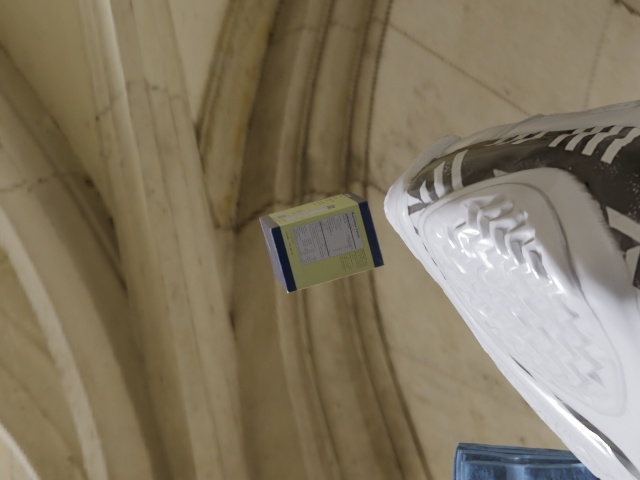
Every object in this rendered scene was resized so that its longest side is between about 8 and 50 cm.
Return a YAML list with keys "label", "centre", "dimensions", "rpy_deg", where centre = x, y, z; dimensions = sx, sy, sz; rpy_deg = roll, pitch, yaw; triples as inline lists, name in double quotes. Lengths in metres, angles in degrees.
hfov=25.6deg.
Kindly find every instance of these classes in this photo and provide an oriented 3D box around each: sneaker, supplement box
- label: "sneaker"
  centre: [0.175, -0.015, 0.353]
  dimensions: [0.210, 0.366, 0.137]
  rpy_deg: [-43, -66, -13]
- label: "supplement box"
  centre: [0.000, 0.000, 1.170]
  dimensions: [0.083, 0.083, 0.056]
  rpy_deg: [-16, -80, -6]

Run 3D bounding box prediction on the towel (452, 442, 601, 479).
- label: "towel"
  centre: [0.132, 0.160, 0.864]
  dimensions: [0.029, 0.119, 0.067]
  rpy_deg: [4, -95, -47]
